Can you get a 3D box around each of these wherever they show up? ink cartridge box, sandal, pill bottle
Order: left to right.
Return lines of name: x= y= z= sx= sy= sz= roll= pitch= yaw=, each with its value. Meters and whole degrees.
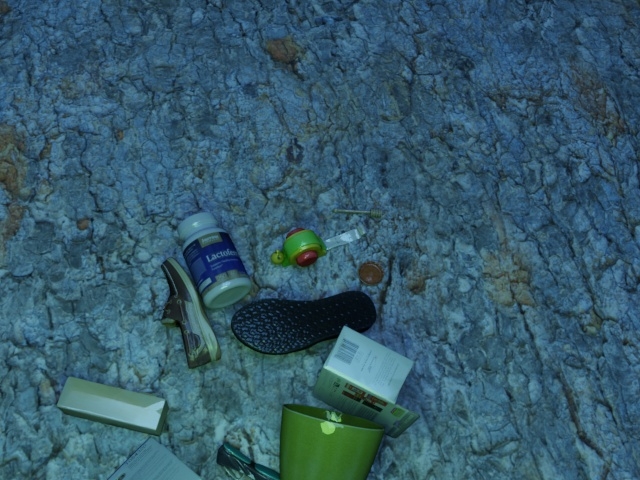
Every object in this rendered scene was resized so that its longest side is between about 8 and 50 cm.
ink cartridge box: x=-0.458 y=0.670 z=1.673 sx=0.324 sy=0.330 sz=0.071 roll=-45 pitch=116 yaw=-22
pill bottle: x=-0.322 y=0.057 z=2.026 sx=0.153 sy=0.153 sz=0.265 roll=-22 pitch=68 yaw=-16
sandal: x=-0.048 y=0.253 z=2.002 sx=0.445 sy=0.107 sz=0.167 roll=-4 pitch=63 yaw=-22
ink cartridge box: x=0.135 y=0.390 z=1.826 sx=0.272 sy=0.309 sz=0.130 roll=27 pitch=64 yaw=6

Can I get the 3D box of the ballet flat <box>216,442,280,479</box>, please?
ballet flat: x=-0.191 y=0.619 z=1.818 sx=0.203 sy=0.074 sz=0.074 roll=30 pitch=64 yaw=2

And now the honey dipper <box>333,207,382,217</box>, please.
honey dipper: x=0.121 y=-0.094 z=2.220 sx=0.160 sy=0.030 sz=0.030 roll=2 pitch=64 yaw=-3

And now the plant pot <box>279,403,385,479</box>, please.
plant pot: x=0.004 y=0.599 z=1.753 sx=0.275 sy=0.275 sz=0.293 roll=13 pitch=82 yaw=0

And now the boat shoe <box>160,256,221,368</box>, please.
boat shoe: x=-0.404 y=0.209 z=1.964 sx=0.123 sy=0.123 sz=0.342 roll=-22 pitch=75 yaw=-18

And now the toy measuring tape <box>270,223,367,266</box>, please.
toy measuring tape: x=0.000 y=0.000 z=2.113 sx=0.330 sy=0.121 sz=0.121 roll=-19 pitch=68 yaw=-15

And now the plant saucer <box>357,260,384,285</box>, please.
plant saucer: x=0.158 y=0.104 z=2.135 sx=0.083 sy=0.013 sz=0.083 roll=2 pitch=65 yaw=-5

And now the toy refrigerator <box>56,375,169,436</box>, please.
toy refrigerator: x=-0.555 y=0.445 z=1.837 sx=0.269 sy=0.102 sz=0.094 roll=14 pitch=63 yaw=1
